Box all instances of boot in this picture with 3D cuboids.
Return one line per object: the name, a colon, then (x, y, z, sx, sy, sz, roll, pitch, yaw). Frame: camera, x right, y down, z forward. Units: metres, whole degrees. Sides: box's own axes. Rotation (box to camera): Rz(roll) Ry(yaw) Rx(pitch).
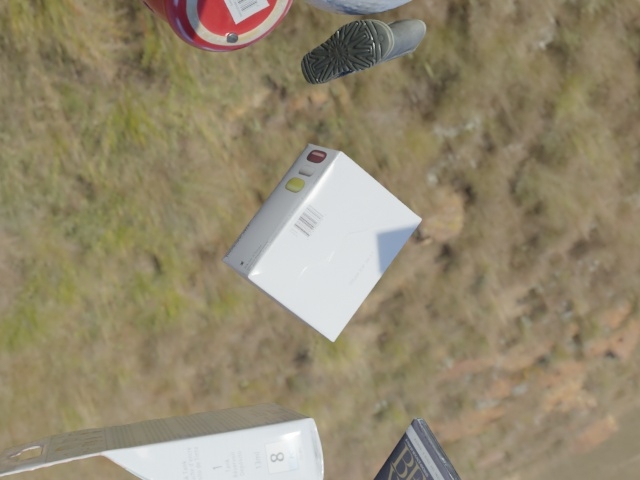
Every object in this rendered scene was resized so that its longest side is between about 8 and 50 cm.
boot: (0.093, -0.295, 1.788, 0.208, 0.076, 0.190, -17, -175, -43)

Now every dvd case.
dvd case: (0.094, 0.335, 1.340, 0.018, 0.164, 0.221, 9, 124, -35)

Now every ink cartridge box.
ink cartridge box: (-0.212, 0.284, 1.514, 0.385, 0.091, 0.308, -9, 178, -11)

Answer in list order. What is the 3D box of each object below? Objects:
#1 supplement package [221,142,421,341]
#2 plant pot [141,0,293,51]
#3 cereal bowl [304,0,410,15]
supplement package: (0.000, 0.000, 2.051, 0.204, 0.145, 0.262, 39, 83, -24)
plant pot: (-0.134, -0.330, 1.418, 0.191, 0.174, 0.191, -18, 139, -17)
cereal bowl: (0.048, -0.495, 1.667, 0.339, 0.339, 0.141, -30, 161, 15)
